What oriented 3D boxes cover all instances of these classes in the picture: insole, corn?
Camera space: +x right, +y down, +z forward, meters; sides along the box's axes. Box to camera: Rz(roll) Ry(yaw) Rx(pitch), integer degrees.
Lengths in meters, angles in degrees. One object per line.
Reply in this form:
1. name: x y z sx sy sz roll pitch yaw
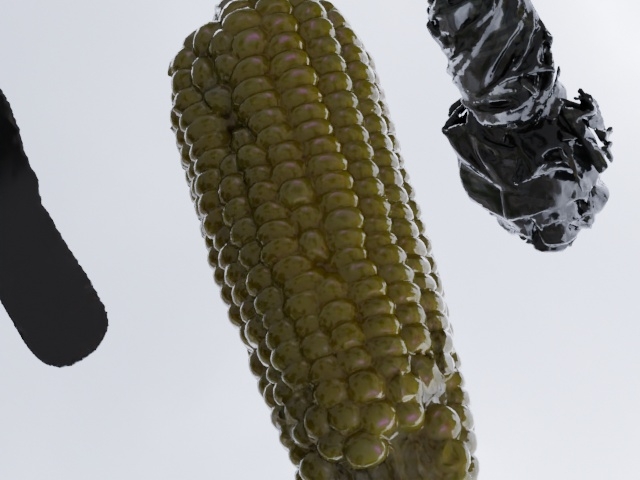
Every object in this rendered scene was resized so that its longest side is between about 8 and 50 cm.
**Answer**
1. insole: -0.279 -0.038 1.569 0.109 0.322 0.007 -33 -170 -26
2. corn: 0.000 0.000 1.022 0.130 0.130 0.347 -25 -115 13

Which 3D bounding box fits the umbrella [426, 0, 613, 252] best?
1. umbrella: 0.155 -0.143 1.596 0.128 0.336 0.154 -41 -150 -22
